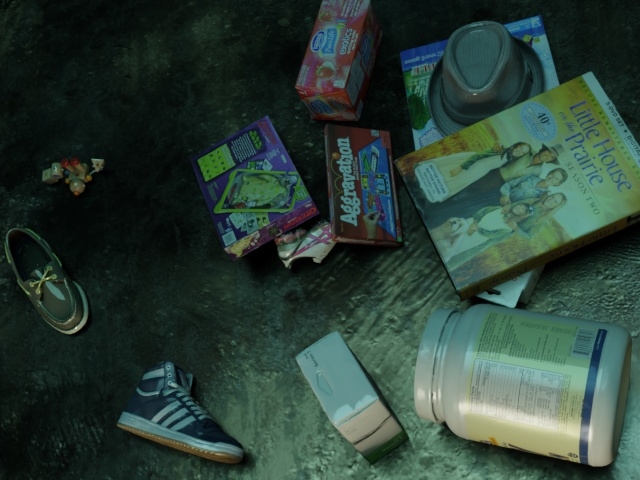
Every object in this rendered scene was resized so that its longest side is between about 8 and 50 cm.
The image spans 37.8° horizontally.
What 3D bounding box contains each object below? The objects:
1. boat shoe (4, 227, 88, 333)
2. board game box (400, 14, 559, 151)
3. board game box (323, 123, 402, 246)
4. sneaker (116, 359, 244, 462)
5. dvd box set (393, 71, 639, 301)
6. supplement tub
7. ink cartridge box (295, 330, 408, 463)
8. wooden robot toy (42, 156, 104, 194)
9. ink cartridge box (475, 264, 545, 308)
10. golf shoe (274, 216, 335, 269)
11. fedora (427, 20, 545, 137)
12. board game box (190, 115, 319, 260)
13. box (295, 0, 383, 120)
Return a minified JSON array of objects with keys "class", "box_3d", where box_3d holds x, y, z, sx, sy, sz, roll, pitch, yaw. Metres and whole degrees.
[{"class":"boat shoe","box_3d":[-0.618,0.086,2.083,0.109,0.091,0.305,-39,56,-5]},{"class":"board game box","box_3d":[0.345,-0.305,1.982,0.318,0.066,0.318,-13,58,12]},{"class":"board game box","box_3d":[0.086,-0.118,1.949,0.145,0.027,0.281,4,58,-14]},{"class":"sneaker","box_3d":[-0.254,0.328,1.814,0.282,0.099,0.153,10,67,27]},{"class":"dvd box set","box_3d":[0.389,-0.106,1.757,0.420,0.062,0.308,-24,65,3]},{"class":"supplement tub","box_3d":[0.342,0.234,1.574,0.324,0.235,0.235,8,65,23]},{"class":"ink cartridge box","box_3d":[0.058,0.280,1.657,0.092,0.219,0.160,-33,56,-1]},{"class":"wooden robot toy","box_3d":[-0.591,-0.147,2.224,0.173,0.076,0.079,-7,70,16]},{"class":"ink cartridge box","box_3d":[0.360,0.042,1.779,0.115,0.067,0.198,19,68,27]},{"class":"golf shoe","box_3d":[0.000,0.000,1.941,0.186,0.067,0.086,-18,97,-3]},{"class":"fedora","box_3d":[0.327,-0.338,1.892,0.243,0.124,0.275,1,62,20]},{"class":"board game box","box_3d":[-0.149,-0.121,2.015,0.208,0.056,0.347,-32,41,5]},{"class":"box","box_3d":[0.045,-0.410,2.111,0.122,0.128,0.257,5,64,22]}]
